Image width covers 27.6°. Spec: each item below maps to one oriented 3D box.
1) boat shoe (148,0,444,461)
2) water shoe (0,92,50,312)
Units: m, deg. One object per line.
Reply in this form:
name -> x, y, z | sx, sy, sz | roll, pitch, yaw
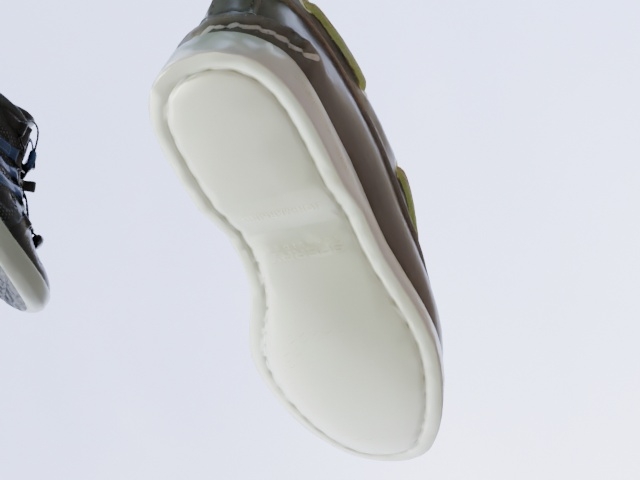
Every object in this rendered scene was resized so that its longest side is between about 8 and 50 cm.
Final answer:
boat shoe -> 0.004, 0.000, 0.699 | 0.091, 0.109, 0.305 | -73, -30, -45
water shoe -> -0.213, -0.053, 0.844 | 0.080, 0.073, 0.203 | -29, -91, -26
